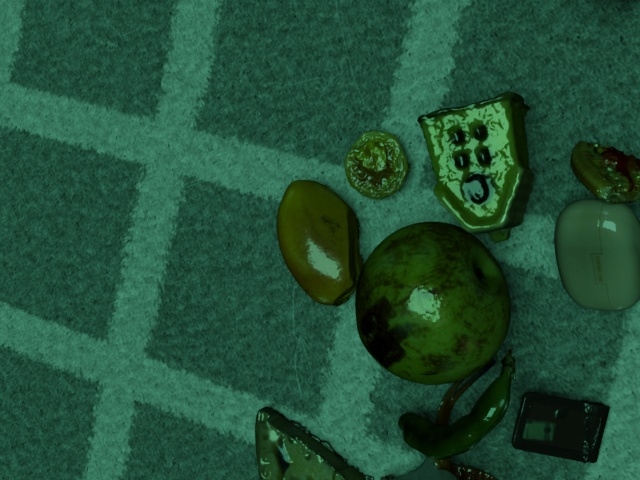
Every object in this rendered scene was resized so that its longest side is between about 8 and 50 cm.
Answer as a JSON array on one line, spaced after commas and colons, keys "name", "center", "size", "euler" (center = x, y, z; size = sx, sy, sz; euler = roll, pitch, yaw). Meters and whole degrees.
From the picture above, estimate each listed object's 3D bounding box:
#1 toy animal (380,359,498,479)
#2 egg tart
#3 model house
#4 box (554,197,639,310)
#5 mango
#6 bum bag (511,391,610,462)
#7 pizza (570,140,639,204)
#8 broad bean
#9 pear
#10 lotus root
[{"name": "toy animal", "center": [0.215, 0.397, 1.510], "size": [0.302, 0.225, 0.284], "euler": [-29, 63, 32]}, {"name": "egg tart", "center": [0.110, -0.140, 1.563], "size": [0.130, 0.052, 0.130], "euler": [1, 92, 23]}, {"name": "model house", "center": [0.287, -0.115, 1.419], "size": [0.175, 0.193, 0.234], "euler": [-16, 86, 19]}, {"name": "box", "center": [0.461, 0.025, 1.378], "size": [0.146, 0.088, 0.200], "euler": [1, 120, 36]}, {"name": "mango", "center": [0.000, 0.000, 1.576], "size": [0.154, 0.126, 0.252], "euler": [-24, 82, 10]}, {"name": "bum bag", "center": [0.413, 0.321, 1.445], "size": [0.159, 0.026, 0.109], "euler": [12, 97, -5]}, {"name": "pizza", "center": [0.512, -0.108, 1.367], "size": [0.199, 0.188, 0.062], "euler": [11, 121, -9]}, {"name": "broad bean", "center": [0.231, 0.303, 1.429], "size": [0.049, 0.144, 0.292], "euler": [32, 129, -20]}, {"name": "pear", "center": [0.184, 0.110, 1.431], "size": [0.283, 0.283, 0.283], "euler": [1, 93, 22]}, {"name": "lotus root", "center": [-0.035, 0.460, 1.641], "size": [0.261, 0.074, 0.170], "euler": [26, 104, 20]}]
